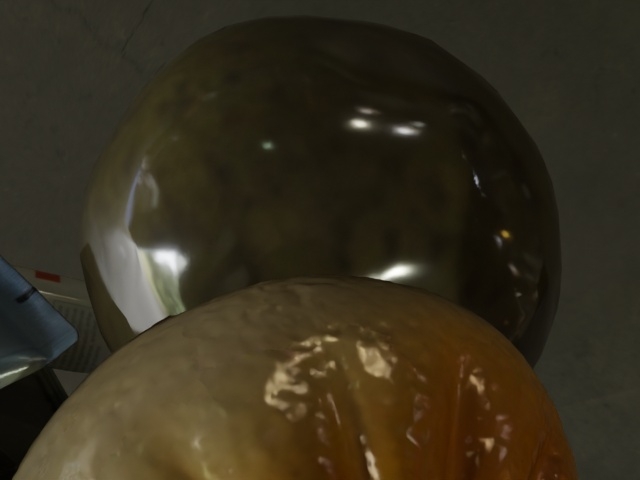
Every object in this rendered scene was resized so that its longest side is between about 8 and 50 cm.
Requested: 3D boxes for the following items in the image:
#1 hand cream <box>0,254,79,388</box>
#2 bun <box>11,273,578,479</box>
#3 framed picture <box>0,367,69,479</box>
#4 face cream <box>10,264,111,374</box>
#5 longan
[{"bbox_3d":[-0.233,0.081,0.437,0.271,0.091,0.058,-29,130,-28],"label":"hand cream"},{"bbox_3d":[-0.003,0.168,0.498,0.299,0.165,0.299,-9,112,-23],"label":"bun"},{"bbox_3d":[-0.339,0.194,1.059,0.326,0.446,0.028,26,100,-38],"label":"framed picture"},{"bbox_3d":[-0.301,0.081,1.157,0.345,0.102,0.102,15,90,-18],"label":"face cream"},{"bbox_3d":[0.000,0.000,0.931,0.404,0.336,0.405,2,80,-11],"label":"longan"}]
